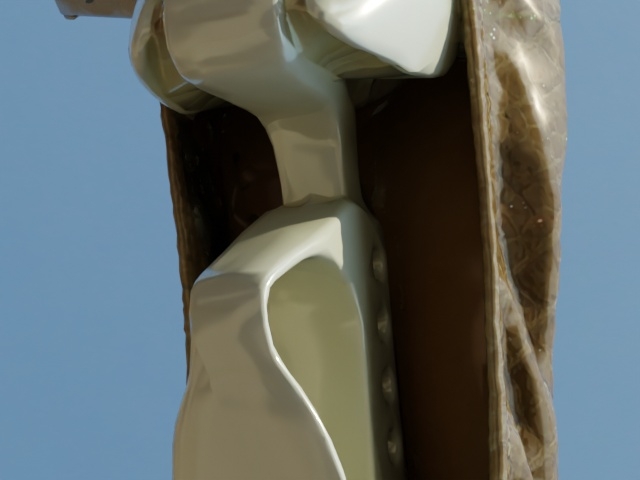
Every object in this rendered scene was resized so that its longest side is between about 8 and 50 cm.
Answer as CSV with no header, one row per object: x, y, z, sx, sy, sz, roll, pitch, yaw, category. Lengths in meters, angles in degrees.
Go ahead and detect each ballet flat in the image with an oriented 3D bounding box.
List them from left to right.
0.000,0.000,0.475,0.116,0.124,0.342,-5,-98,22,ballet flat

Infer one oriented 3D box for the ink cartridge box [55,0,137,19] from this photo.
-0.143,-0.264,1.370,0.234,0.088,0.193,12,-50,53,ink cartridge box
